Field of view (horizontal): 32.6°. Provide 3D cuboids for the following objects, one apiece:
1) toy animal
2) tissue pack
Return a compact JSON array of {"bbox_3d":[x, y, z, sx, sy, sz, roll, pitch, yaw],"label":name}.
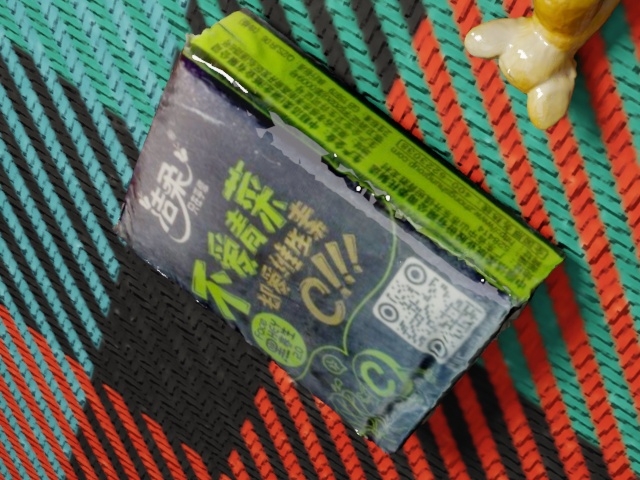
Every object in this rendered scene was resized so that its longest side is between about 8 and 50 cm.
[{"bbox_3d":[0.105,-0.098,0.508,0.060,0.081,0.083,37,114,6],"label":"toy animal"},{"bbox_3d":[0.000,0.000,0.647,0.235,0.073,0.173,38,134,9],"label":"tissue pack"}]
